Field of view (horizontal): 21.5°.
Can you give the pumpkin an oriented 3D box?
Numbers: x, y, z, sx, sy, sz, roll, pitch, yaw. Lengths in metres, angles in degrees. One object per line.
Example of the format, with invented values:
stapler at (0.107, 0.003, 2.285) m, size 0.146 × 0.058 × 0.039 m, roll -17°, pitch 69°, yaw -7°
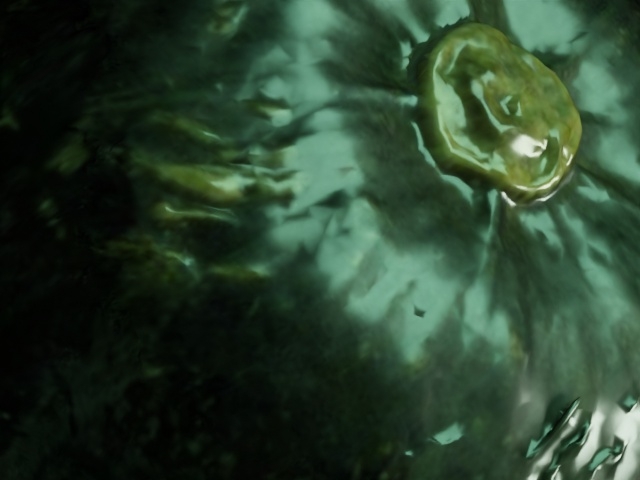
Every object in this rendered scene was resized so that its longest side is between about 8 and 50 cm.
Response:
pumpkin at (0.000, 0.000, 0.861) m, size 0.454 × 0.344 × 0.454 m, roll 16°, pitch 58°, yaw -27°
